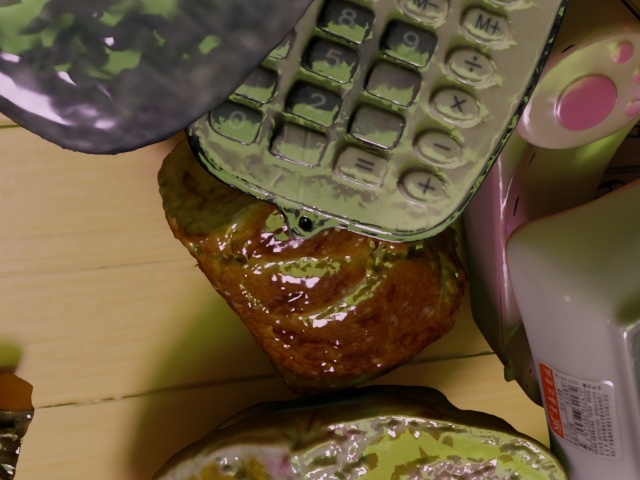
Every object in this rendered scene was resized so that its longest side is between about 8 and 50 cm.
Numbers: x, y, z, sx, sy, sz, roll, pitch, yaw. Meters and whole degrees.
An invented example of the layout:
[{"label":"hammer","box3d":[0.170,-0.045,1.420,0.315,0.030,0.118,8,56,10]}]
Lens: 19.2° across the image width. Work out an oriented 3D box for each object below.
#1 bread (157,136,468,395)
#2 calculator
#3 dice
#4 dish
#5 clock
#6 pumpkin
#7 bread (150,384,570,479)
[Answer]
[{"label":"bread","box3d":[0.000,0.000,1.053,0.132,0.103,0.172,-28,136,6]},{"label":"calculator","box3d":[0.035,-0.126,0.941,0.177,0.040,0.268,21,92,-13]},{"label":"dice","box3d":[-0.107,-0.162,0.823,0.182,0.181,0.183,-43,130,10]},{"label":"dish","box3d":[0.197,0.058,1.058,0.151,0.077,0.212,-26,133,-9]},{"label":"clock","box3d":[0.232,-0.060,1.111,0.309,0.114,0.284,-19,130,-13]},{"label":"pumpkin","box3d":[-0.208,0.116,1.080,0.083,0.054,0.074,-4,131,-29]},{"label":"bread","box3d":[0.010,0.152,1.146,0.260,0.156,0.158,-11,106,-6]}]
